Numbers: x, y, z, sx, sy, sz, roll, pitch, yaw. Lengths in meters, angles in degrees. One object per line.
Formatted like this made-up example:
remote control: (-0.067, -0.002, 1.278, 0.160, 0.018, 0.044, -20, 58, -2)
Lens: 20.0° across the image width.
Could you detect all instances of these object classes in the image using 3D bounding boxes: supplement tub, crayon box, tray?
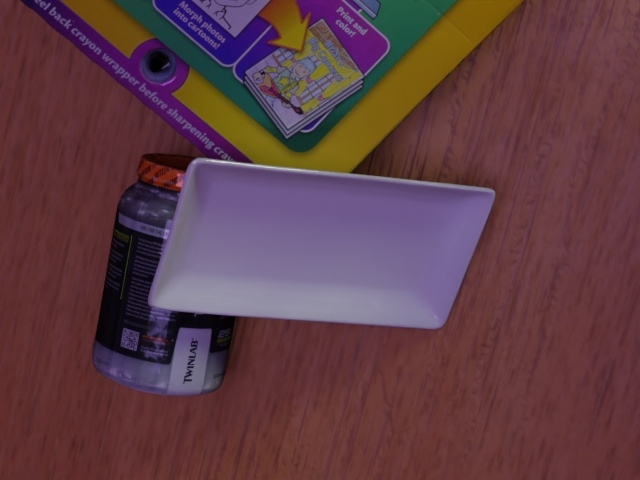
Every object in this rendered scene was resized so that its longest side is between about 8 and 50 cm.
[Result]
supplement tub: (-0.124, 0.028, 1.545, 0.117, 0.117, 0.190, 13, 101, 10)
crayon box: (-0.048, -0.242, 1.436, 0.363, 0.106, 0.313, 40, 103, -21)
tray: (0.000, 0.000, 1.485, 0.270, 0.030, 0.145, 5, 123, -24)
